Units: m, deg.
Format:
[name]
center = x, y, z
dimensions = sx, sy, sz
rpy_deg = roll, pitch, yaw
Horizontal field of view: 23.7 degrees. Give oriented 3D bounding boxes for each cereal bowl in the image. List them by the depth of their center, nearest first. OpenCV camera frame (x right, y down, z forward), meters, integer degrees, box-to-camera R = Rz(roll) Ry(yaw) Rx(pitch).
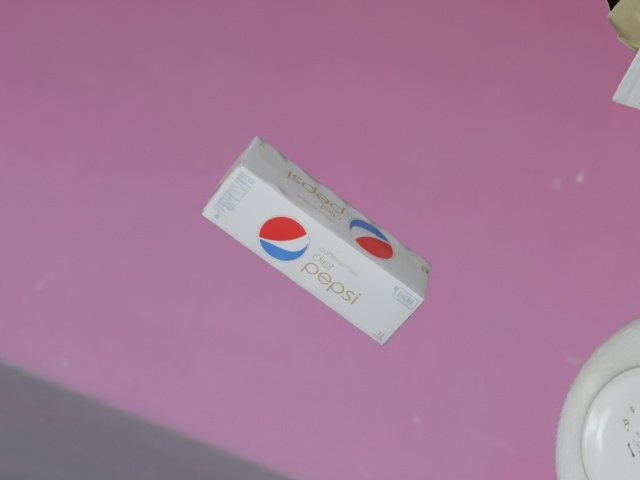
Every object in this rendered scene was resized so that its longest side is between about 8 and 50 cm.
[cereal bowl]
center = 0.388, 0.228, 1.665
dimensions = 0.141, 0.339, 0.339
rpy_deg = 18, 4, -42

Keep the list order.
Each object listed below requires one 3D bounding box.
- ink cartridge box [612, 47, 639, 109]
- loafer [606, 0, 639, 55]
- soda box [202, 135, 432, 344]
[ink cartridge box]
center = 0.345, -0.177, 1.388
dimensions = 0.179, 0.145, 0.045
rpy_deg = 12, 23, -36
[loafer]
center = 0.300, -0.207, 1.440
dimensions = 0.050, 0.056, 0.148
rpy_deg = 32, 16, -18
[soda box]
center = 0.000, 0.000, 1.443
dimensions = 0.216, 0.069, 0.074
rpy_deg = 37, 28, -8
